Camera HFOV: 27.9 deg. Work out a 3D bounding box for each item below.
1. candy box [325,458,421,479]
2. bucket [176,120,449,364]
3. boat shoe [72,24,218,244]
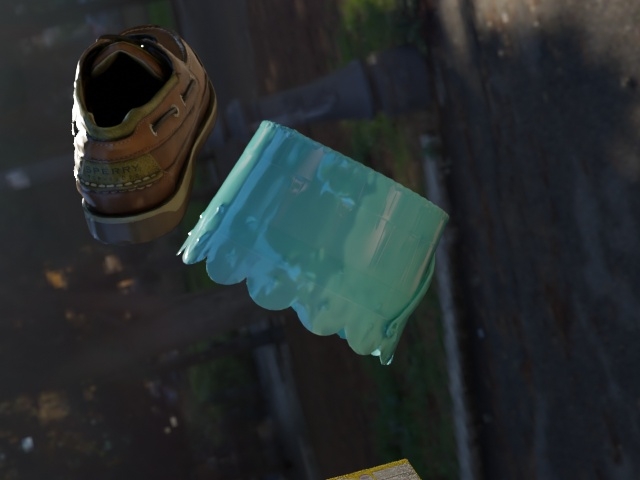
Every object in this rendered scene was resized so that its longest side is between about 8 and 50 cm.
[{"bbox_3d":[0.043,0.273,1.234,0.027,0.206,0.105,-49,61,32],"label":"candy box"},{"bbox_3d":[0.000,0.000,1.450,0.183,0.281,0.281,-62,9,-1],"label":"bucket"},{"bbox_3d":[-0.146,-0.123,1.073,0.307,0.110,0.104,-102,2,-56],"label":"boat shoe"}]
